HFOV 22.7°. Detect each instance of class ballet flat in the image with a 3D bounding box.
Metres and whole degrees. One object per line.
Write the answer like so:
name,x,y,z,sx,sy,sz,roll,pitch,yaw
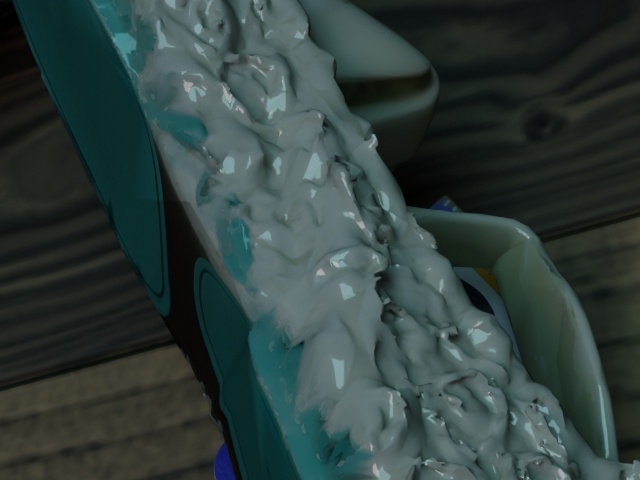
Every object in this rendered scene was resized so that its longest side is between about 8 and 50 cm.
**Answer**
ballet flat,0.000,0.000,0.551,0.147,0.147,0.409,-29,57,4

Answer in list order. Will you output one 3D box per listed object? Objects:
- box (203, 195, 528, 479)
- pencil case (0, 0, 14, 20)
box,0.021,0.054,0.584,0.136,0.028,0.081,-39,54,-5
pencil case,-0.200,-0.146,0.708,0.410,0.183,0.160,-38,89,-4
